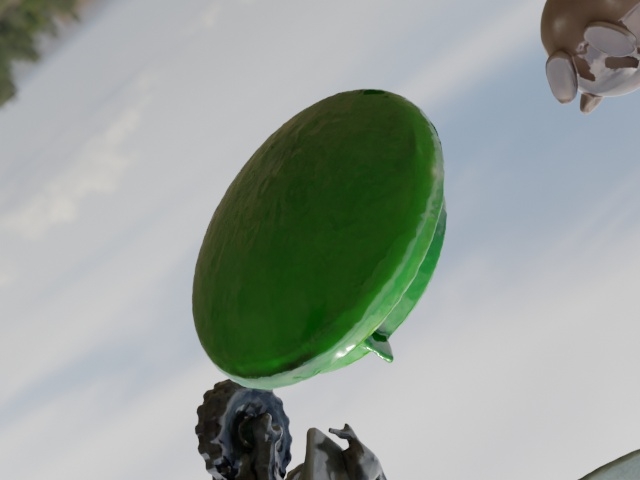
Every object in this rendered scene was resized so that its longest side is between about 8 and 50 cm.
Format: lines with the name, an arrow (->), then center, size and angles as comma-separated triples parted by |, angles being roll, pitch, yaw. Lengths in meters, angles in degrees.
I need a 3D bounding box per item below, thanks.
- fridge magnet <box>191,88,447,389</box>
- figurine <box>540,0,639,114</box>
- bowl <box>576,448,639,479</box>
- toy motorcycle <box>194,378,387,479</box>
fridge magnet -> 0.000, 0.000, 1.091 | 0.208, 0.088, 0.208 | -30, -138, 32
figurine -> 0.242, -0.173, 1.418 | 0.125, 0.125, 0.138 | -31, -173, 43
bowl -> 0.217, 0.291, 1.186 | 0.313, 0.146, 0.313 | -25, 142, -21
toy motorcycle -> -0.010, 0.272, 1.497 | 0.143, 0.327, 0.188 | -23, -150, 31
